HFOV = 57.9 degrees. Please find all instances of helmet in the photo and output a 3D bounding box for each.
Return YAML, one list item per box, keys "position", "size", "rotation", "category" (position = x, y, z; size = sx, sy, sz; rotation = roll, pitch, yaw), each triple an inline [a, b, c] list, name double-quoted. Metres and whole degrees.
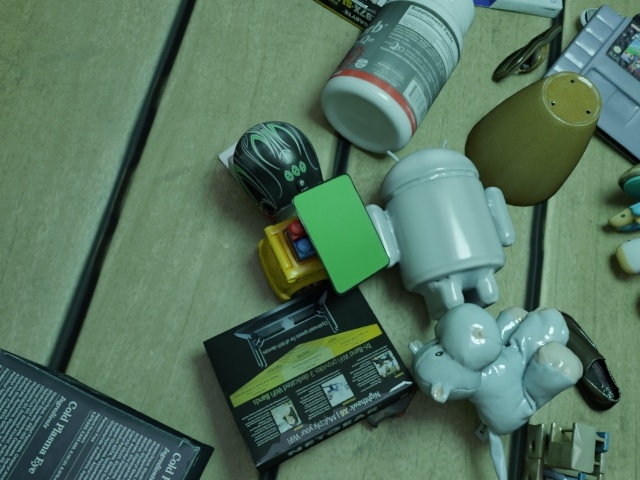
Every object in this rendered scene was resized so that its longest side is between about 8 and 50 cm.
- position: [-0.085, -0.145, 1.092]
  size: [0.169, 0.169, 0.161]
  rotation: [-35, 98, -16]
  category: "helmet"

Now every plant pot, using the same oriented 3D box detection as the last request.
- position: [0.454, -0.223, 1.190]
  size: [0.237, 0.254, 0.237]
  rotation: [2, 73, -6]
  category: "plant pot"

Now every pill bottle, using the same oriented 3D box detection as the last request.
- position: [0.174, -0.382, 1.235]
  size: [0.210, 0.210, 0.363]
  rotation: [31, 71, 5]
  category: "pill bottle"

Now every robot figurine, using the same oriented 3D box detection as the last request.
- position: [0.232, -0.030, 1.128]
  size: [0.299, 0.200, 0.354]
  rotation: [-7, 72, -15]
  category: "robot figurine"

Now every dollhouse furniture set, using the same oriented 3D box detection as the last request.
- position: [0.457, 0.402, 1.019]
  size: [0.129, 0.184, 0.129]
  rotation: [14, 71, -1]
  category: "dollhouse furniture set"

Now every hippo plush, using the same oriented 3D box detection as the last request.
- position: [0.271, 0.213, 1.027]
  size: [0.236, 0.234, 0.294]
  rotation: [24, 110, -15]
  category: "hippo plush"

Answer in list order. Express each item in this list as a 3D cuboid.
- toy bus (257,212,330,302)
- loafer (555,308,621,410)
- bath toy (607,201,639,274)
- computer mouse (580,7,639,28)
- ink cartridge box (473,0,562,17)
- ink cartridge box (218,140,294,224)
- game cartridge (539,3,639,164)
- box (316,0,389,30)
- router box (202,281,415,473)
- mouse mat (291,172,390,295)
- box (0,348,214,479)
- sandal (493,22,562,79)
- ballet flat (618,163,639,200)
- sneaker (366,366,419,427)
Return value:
- position: [0.000, 0.000, 1.090]
  size: [0.220, 0.211, 0.149]
  rotation: [-22, 74, -14]
  category: "toy bus"
- position: [0.521, 0.227, 1.139]
  size: [0.080, 0.078, 0.220]
  rotation: [-30, 78, -15]
  category: "loafer"
- position: [0.715, 0.091, 1.180]
  size: [0.151, 0.129, 0.348]
  rotation: [-16, 75, -11]
  category: "bath toy"
- position: [0.721, -0.529, 1.433]
  size: [0.193, 0.042, 0.106]
  rotation: [6, 76, -10]
  category: "computer mouse"
- position: [0.489, -0.675, 1.451]
  size: [0.224, 0.045, 0.223]
  rotation: [6, 71, -4]
  category: "ink cartridge box"
- position: [-0.113, -0.146, 1.200]
  size: [0.115, 0.067, 0.198]
  rotation: [-38, 80, -16]
  category: "ink cartridge box"
- position: [0.702, -0.336, 1.302]
  size: [0.355, 0.068, 0.230]
  rotation: [39, 97, 1]
  category: "game cartridge"
- position: [0.118, -0.680, 1.397]
  size: [0.257, 0.079, 0.322]
  rotation: [33, 72, 3]
  category: "box"
- position: [-0.023, 0.231, 1.048]
  size: [0.308, 0.081, 0.243]
  rotation: [-24, 62, -12]
  category: "router box"
- position: [0.039, -0.015, 1.011]
  size: [0.152, 0.007, 0.190]
  rotation: [-28, 92, -40]
  category: "mouse mat"
- position: [-0.346, 0.329, 0.873]
  size: [0.312, 0.343, 0.179]
  rotation: [24, 69, 3]
  category: "box"
- position: [0.501, -0.437, 1.367]
  size: [0.219, 0.090, 0.060]
  rotation: [-39, 102, -23]
  category: "sandal"
- position: [0.772, -0.123, 1.239]
  size: [0.348, 0.123, 0.123]
  rotation: [16, 70, -19]
  category: "ballet flat"
- position: [0.147, 0.298, 1.098]
  size: [0.158, 0.061, 0.065]
  rotation: [-28, 104, -13]
  category: "sneaker"
